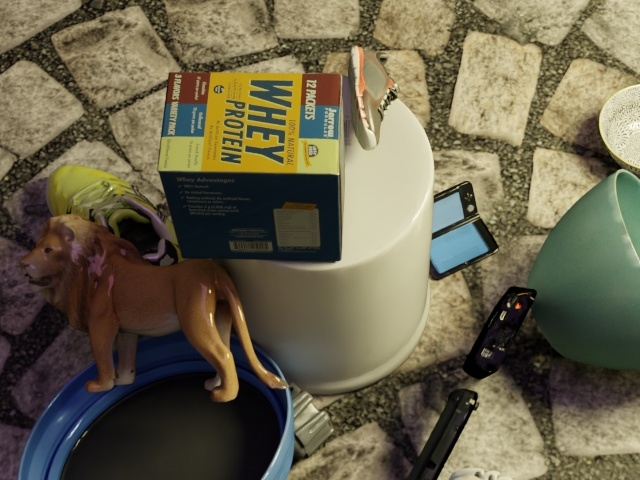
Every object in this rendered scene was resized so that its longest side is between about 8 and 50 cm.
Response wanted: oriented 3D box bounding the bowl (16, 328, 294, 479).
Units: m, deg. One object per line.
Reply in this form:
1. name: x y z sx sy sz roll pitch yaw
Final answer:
1. bowl: -0.218 0.289 1.596 0.391 0.077 0.391 -12 41 10

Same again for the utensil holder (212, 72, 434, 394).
1. utensil holder: 0.000 0.000 1.647 0.327 0.385 0.328 -1 62 2

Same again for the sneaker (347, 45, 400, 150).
1. sneaker: 0.072 -0.187 1.496 0.064 0.061 0.158 -1 61 -6

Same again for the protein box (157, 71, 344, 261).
1. protein box: -0.072 -0.082 1.359 0.199 0.201 0.136 1 61 2

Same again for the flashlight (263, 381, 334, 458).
1. flashlight: -0.110 0.340 1.630 0.304 0.103 0.103 -39 39 -22

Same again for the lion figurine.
1. lion figurine: -0.219 0.083 1.558 0.392 0.142 0.240 0 91 24

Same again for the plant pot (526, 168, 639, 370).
1. plant pot: 0.415 0.069 1.685 0.195 0.290 0.290 -29 57 27

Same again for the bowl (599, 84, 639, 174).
1. bowl: 0.531 -0.163 1.893 0.170 0.080 0.170 -1 61 2

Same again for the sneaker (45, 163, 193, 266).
1. sneaker: -0.300 -0.029 1.784 0.145 0.147 0.384 -38 52 -21

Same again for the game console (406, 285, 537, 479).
1. game console: 0.199 0.227 1.637 0.044 0.213 0.361 28 84 7

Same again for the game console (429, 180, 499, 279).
1. game console: 0.206 -0.017 1.831 0.122 0.107 0.071 -25 35 -12

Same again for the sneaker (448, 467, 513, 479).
1. sneaker: 0.277 0.410 1.555 0.292 0.110 0.118 32 67 30
